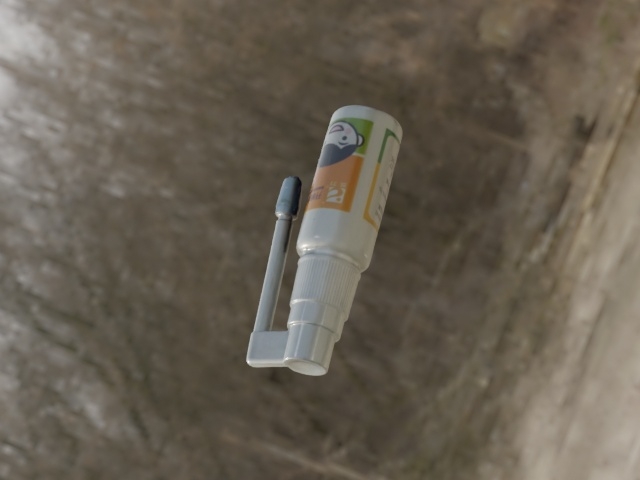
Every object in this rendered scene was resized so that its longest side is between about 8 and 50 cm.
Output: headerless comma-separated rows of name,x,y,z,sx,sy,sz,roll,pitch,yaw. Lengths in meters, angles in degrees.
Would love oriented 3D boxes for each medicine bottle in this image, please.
medicine bottle,0.000,0.000,1.514,0.061,0.092,0.221,43,-126,-48
